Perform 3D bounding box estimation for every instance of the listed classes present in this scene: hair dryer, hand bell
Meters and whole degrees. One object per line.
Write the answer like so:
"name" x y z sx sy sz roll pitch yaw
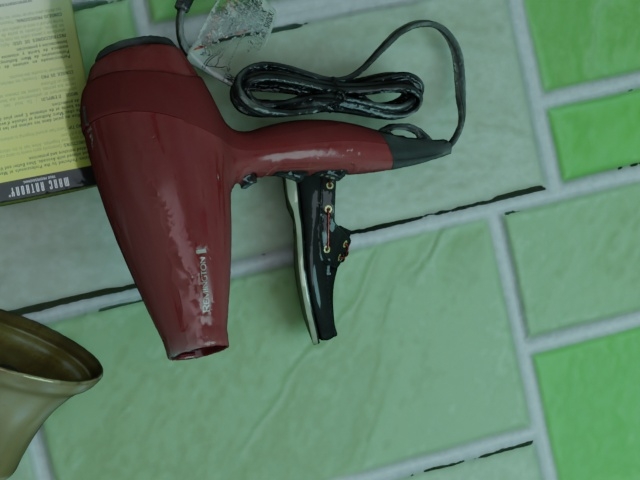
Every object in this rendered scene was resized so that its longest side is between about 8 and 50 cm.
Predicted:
"hair dryer" -0.034 -0.059 1.056 0.224 0.080 0.293 30 66 -7
"hand bell" -0.232 0.167 1.062 0.126 0.126 0.242 20 99 -13

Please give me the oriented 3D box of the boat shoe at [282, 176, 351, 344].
"boat shoe" 0.000 0.000 1.125 0.042 0.049 0.133 -6 88 -5

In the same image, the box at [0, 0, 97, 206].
"box" -0.195 -0.139 1.070 0.087 0.058 0.232 -13 95 -13
